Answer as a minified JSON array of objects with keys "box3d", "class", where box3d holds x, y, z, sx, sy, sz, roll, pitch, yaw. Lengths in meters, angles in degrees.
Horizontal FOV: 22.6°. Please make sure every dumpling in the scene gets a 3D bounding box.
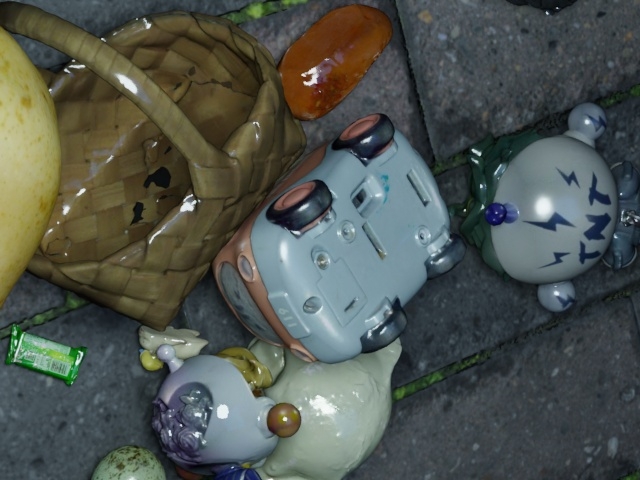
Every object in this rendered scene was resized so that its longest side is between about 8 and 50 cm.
[{"box3d":[-0.016,0.186,1.847,0.193,0.147,0.258,21,88,2],"class":"dumpling"}]

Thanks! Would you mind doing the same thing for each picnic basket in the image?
[{"box3d":[-0.208,-0.119,1.594,0.337,0.293,0.337,-31,133,-39],"class":"picnic basket"}]

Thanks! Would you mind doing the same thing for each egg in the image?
[{"box3d":[-0.215,0.280,1.763,0.085,0.085,0.110,27,90,-28],"class":"egg"}]

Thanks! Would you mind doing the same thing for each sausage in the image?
[{"box3d":[0.013,-0.211,1.857,0.179,0.089,0.089,-48,114,-15],"class":"sausage"}]

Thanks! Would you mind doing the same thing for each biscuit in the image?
[{"box3d":[-0.301,0.125,1.742,0.089,0.016,0.046,22,81,-29],"class":"biscuit"}]

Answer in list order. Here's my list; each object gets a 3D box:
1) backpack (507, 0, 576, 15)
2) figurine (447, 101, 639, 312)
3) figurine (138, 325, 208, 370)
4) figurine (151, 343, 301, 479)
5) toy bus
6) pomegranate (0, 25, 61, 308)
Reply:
[{"box3d":[0.263,-0.407,1.969,0.206,0.133,0.258,-27,113,-22],"class":"backpack"},{"box3d":[0.344,-0.039,2.005,0.382,0.186,0.261,4,86,-25],"class":"figurine"},{"box3d":[-0.170,0.126,1.803,0.083,0.047,0.050,9,99,-25],"class":"figurine"},{"box3d":[-0.111,0.253,1.753,0.133,0.194,0.274,5,87,-42],"class":"figurine"},{"box3d":[0.000,0.000,1.768,0.287,0.232,0.194,-48,117,-36],"class":"toy bus"},{"box3d":[-0.416,-0.051,1.399,0.417,0.417,0.416,-2,95,-29],"class":"pomegranate"}]
